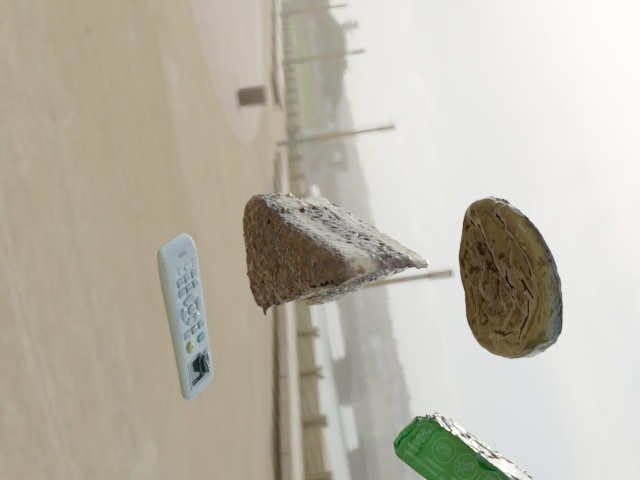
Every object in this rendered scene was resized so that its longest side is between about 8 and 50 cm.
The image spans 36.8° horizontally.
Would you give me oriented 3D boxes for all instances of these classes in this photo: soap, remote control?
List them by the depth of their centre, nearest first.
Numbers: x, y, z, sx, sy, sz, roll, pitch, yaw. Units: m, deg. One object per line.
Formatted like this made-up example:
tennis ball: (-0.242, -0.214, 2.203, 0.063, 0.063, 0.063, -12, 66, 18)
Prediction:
soap: (0.254, 0.372, 1.486, 0.273, 0.098, 0.218, 32, -3, 33)
remote control: (-0.247, 0.138, 1.737, 0.103, 0.051, 0.293, -41, 127, -63)

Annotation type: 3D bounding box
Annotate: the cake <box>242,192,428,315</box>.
cake: (0.003, -0.007, 1.014, 0.246, 0.112, 0.135, 152, -72, -66)

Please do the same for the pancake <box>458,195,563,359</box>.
pancake: (0.300, 0.067, 1.575, 0.294, 0.049, 0.294, 173, -90, -69)
